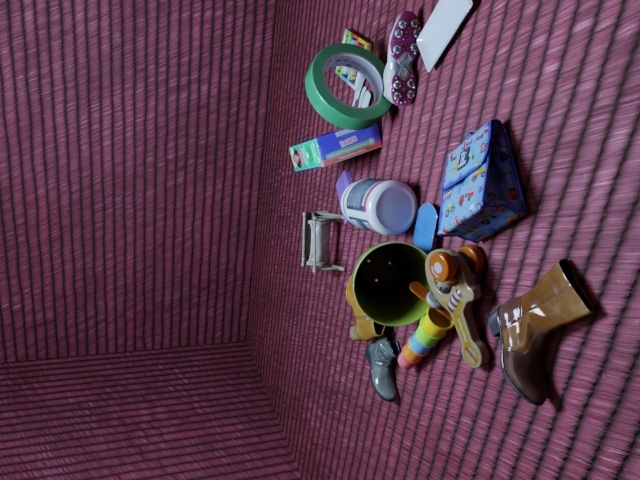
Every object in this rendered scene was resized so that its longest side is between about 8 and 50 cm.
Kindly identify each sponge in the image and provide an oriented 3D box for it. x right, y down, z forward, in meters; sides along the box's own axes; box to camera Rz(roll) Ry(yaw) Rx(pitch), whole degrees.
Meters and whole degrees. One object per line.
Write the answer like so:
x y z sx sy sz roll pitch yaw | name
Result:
0.117 -0.187 2.415 0.117 0.031 0.210 123 141 -55 | sponge

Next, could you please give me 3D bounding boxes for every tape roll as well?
0.108 -0.556 2.013 0.077 0.321 0.321 136 129 -61 | tape roll

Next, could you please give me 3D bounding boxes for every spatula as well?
0.154 -0.532 2.316 0.168 0.019 0.242 -114 31 -43 | spatula

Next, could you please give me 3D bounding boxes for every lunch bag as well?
0.430 -0.172 1.523 0.221 0.138 0.293 132 145 -62 | lunch bag

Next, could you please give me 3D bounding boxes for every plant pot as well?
0.227 0.120 1.896 0.293 0.275 0.274 -123 34 -81 | plant pot

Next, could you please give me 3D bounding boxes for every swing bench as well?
0.000 0.000 2.546 0.255 0.165 0.253 -159 69 -68 | swing bench

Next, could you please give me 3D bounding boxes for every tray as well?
0.382 -0.660 1.703 0.270 0.030 0.145 123 141 -56 | tray

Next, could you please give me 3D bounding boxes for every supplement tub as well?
0.201 -0.124 1.980 0.272 0.191 0.191 -159 69 -67 | supplement tub

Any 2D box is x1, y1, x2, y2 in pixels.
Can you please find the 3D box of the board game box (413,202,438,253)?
0.353 -0.038 1.819 0.133 0.033 0.168 -140 57 -69 | board game box

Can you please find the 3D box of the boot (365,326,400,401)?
0.245 0.456 2.068 0.161 0.084 0.246 -59 39 45 | boot

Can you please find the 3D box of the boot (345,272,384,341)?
0.190 0.244 2.166 0.211 0.104 0.295 -35 48 57 | boot

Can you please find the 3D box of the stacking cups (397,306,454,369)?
0.328 0.329 1.815 0.316 0.096 0.096 113 148 -47 | stacking cups

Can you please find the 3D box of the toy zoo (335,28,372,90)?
0.141 -0.741 2.298 0.293 0.030 0.192 -120 38 -53 | toy zoo

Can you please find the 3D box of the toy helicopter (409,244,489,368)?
0.387 0.197 1.619 0.235 0.140 0.354 -35 70 59 | toy helicopter

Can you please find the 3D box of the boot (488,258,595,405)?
0.543 0.222 1.316 0.280 0.096 0.264 127 145 -47 | boot

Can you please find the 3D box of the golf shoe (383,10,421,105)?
0.263 -0.618 1.905 0.140 0.115 0.306 -137 50 -66 | golf shoe

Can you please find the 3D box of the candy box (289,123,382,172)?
0.054 -0.372 2.225 0.317 0.268 0.122 3 112 69 | candy box
